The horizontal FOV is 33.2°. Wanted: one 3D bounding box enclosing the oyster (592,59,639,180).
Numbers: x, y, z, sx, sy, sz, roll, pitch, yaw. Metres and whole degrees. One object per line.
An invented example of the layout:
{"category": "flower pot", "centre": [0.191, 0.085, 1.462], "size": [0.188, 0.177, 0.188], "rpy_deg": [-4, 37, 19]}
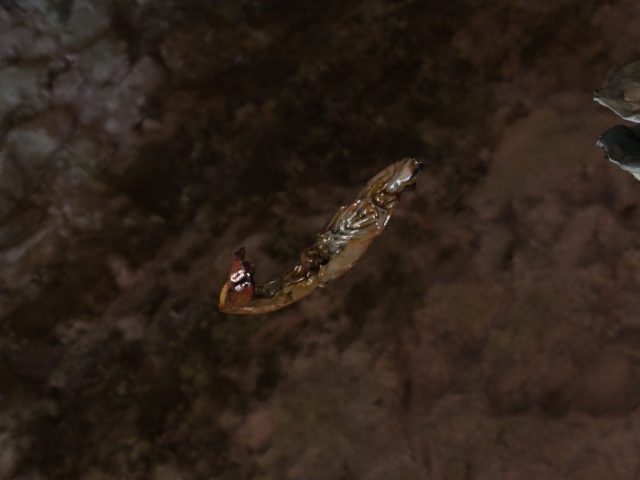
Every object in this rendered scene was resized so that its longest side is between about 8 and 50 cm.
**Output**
{"category": "oyster", "centre": [0.287, -0.067, 0.609], "size": [0.198, 0.268, 0.112], "rpy_deg": [-19, 115, -54]}

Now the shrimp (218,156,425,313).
{"category": "shrimp", "centre": [0.000, 0.000, 0.538], "size": [0.127, 0.025, 0.091], "rpy_deg": [-45, 158, 27]}
